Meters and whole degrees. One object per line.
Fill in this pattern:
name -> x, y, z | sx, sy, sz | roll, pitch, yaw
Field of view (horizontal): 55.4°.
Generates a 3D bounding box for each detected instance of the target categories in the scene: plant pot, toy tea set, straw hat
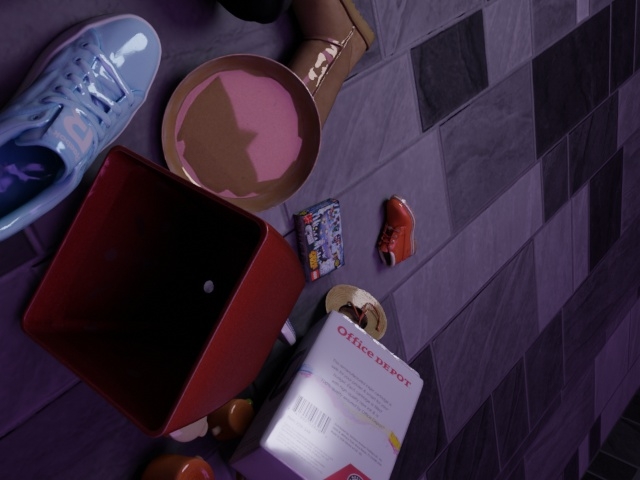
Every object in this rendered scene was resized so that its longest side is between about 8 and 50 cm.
plant pot -> -0.173, 0.069, 0.817 | 0.267, 0.267, 0.236 | -63, 154, 0
plant pot -> -0.115, -0.155, 0.905 | 0.237, 0.032, 0.236 | -6, 109, -16
toy tea set -> -0.172, 0.361, 1.050 | 0.336, 0.124, 0.199 | 19, 60, -44
straw hat -> 0.058, 0.161, 1.222 | 0.145, 0.144, 0.061 | -13, 155, -43

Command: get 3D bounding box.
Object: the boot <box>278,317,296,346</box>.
boot -> -0.072, 0.099, 1.064 | 0.086, 0.069, 0.190 | -45, 129, -22

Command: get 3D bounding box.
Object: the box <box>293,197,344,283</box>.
box -> 0.000, 0.000, 1.137 | 0.094, 0.027, 0.136 | -27, 122, -36

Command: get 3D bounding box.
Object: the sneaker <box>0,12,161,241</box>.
sneaker -> -0.292, -0.124, 0.704 | 0.365, 0.150, 0.135 | -55, 136, -18

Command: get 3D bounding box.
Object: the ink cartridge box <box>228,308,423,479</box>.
ink cartridge box -> 0.021, 0.310, 1.052 | 0.226, 0.131, 0.306 | 40, 43, -5

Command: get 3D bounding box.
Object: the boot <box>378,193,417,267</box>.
boot -> 0.154, -0.016, 1.271 | 0.085, 0.059, 0.157 | -33, 126, -28

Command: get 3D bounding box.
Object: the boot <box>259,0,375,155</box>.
boot -> -0.039, -0.274, 0.961 | 0.236, 0.089, 0.269 | 36, 81, -40

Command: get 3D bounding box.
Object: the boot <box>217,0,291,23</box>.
boot -> -0.204, -0.358, 0.724 | 0.348, 0.131, 0.260 | 52, 59, -30
